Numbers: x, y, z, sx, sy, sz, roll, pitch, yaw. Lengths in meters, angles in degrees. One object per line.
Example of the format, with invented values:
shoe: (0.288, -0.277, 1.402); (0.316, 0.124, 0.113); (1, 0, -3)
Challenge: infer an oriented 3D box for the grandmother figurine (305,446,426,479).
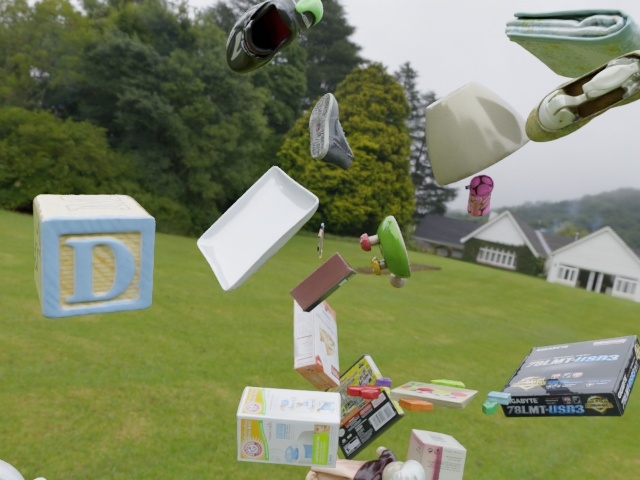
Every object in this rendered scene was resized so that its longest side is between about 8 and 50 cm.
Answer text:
grandmother figurine: (0.101, 0.543, 1.261); (0.104, 0.207, 0.342); (47, -40, -13)

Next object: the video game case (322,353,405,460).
video game case: (0.131, 0.577, 1.926); (0.035, 0.275, 0.248); (18, 32, -48)

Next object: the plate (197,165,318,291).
plate: (-0.145, -0.029, 1.274); (0.045, 0.277, 0.278); (46, -2, -34)

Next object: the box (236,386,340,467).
box: (-0.064, 0.381, 1.136); (0.203, 0.114, 0.103); (4, 18, 1)

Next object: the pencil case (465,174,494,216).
pencil case: (0.561, -0.151, 1.958); (0.095, 0.098, 0.209); (4, -17, 16)

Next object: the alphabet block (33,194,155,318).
alphabet block: (-0.441, 0.021, 1.067); (0.194, 0.192, 0.197); (0, 17, -31)

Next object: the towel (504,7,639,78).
towel: (0.726, -0.520, 1.496); (0.321, 0.090, 0.374); (14, 12, -36)

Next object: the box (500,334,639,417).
box: (0.658, 0.357, 1.452); (0.296, 0.073, 0.293); (-18, 8, 43)

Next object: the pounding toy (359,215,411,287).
pounding toy: (0.177, 0.040, 1.572); (0.110, 0.182, 0.237); (-16, -22, 1)

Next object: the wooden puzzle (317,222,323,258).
wooden puzzle: (0.000, 0.000, 1.604); (0.014, 0.116, 0.078); (5, 21, 2)

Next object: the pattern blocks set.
pattern blocks set: (0.258, 0.359, 1.282); (0.325, 0.026, 0.286); (-1, -3, 39)

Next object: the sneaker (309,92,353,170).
sneaker: (0.035, -0.309, 1.598); (0.118, 0.221, 0.083); (24, -28, -38)

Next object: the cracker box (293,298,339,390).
cracker box: (-0.010, 0.267, 1.502); (0.067, 0.232, 0.155); (-16, -40, 18)

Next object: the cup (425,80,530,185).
cup: (0.464, -0.358, 1.747); (0.236, 0.331, 0.331); (59, -12, -9)

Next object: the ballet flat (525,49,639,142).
ballet flat: (0.603, -0.328, 1.266); (0.123, 0.123, 0.349); (16, -25, -35)

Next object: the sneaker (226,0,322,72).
sneaker: (-0.200, -0.681, 1.817); (0.185, 0.202, 0.483); (54, -34, -13)

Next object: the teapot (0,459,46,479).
teapot: (-0.743, 0.557, 1.143); (0.187, 0.252, 0.256); (-1, -48, 55)

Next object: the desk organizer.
desk organizer: (0.005, 0.085, 1.118); (0.050, 0.130, 0.047); (52, 6, 17)

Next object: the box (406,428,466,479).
box: (0.315, 0.678, 1.573); (0.127, 0.232, 0.148); (11, -5, -3)
